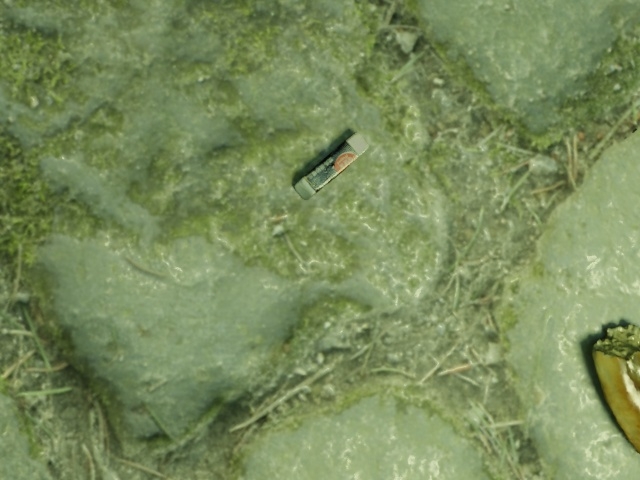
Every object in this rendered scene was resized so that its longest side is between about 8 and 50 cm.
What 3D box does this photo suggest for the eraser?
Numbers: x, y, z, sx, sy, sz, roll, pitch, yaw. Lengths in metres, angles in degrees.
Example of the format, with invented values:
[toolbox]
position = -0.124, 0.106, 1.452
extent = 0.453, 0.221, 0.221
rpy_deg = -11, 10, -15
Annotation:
[eraser]
position = 0.013, -0.087, 0.761
extent = 0.099, 0.019, 0.027
rpy_deg = -40, 93, -4

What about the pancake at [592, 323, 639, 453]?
[pancake]
position = 0.477, 0.187, 0.779
extent = 0.244, 0.057, 0.266
rpy_deg = -30, 93, -4
